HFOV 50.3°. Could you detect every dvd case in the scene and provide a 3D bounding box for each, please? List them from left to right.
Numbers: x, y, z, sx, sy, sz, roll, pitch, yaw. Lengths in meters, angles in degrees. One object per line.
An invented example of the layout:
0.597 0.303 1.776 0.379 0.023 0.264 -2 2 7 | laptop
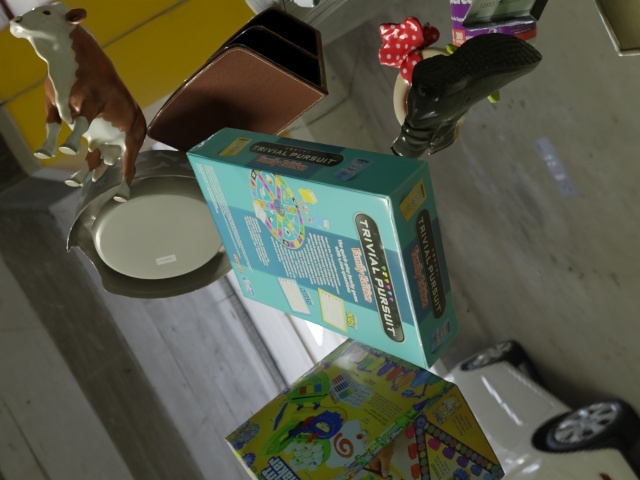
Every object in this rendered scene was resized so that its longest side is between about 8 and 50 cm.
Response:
0.353 -0.477 1.169 0.029 0.239 0.179 26 179 -28 | dvd case

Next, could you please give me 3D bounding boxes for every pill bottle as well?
0.362 -0.558 1.447 0.181 0.181 0.323 -118 15 -65 | pill bottle

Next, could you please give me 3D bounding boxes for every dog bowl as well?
-0.312 -0.031 1.329 0.349 0.348 0.102 59 -170 -51 | dog bowl

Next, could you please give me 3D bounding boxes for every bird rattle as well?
0.195 -0.287 1.220 0.253 0.207 0.143 24 -163 33 | bird rattle

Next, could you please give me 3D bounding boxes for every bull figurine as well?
-0.331 -0.187 0.966 0.310 0.101 0.189 60 -142 -69 | bull figurine

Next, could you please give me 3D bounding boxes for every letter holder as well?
-0.169 -0.289 1.262 0.214 0.301 0.152 19 -126 -38 | letter holder

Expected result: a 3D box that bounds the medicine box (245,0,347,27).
-0.019 -0.544 1.278 0.149 0.263 0.289 50 176 7 | medicine box

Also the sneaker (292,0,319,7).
-0.040 -0.345 0.739 0.091 0.094 0.258 18 164 3 | sneaker

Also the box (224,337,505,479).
0.052 0.317 1.009 0.177 0.279 0.290 60 163 -20 | box

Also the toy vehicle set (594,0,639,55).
0.371 -0.352 0.827 0.267 0.035 0.166 57 179 -17 | toy vehicle set

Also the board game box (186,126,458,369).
0.000 0.000 0.878 0.336 0.079 0.254 16 136 39 | board game box

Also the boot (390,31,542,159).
0.216 -0.219 1.051 0.083 0.246 0.161 54 152 28 | boot
